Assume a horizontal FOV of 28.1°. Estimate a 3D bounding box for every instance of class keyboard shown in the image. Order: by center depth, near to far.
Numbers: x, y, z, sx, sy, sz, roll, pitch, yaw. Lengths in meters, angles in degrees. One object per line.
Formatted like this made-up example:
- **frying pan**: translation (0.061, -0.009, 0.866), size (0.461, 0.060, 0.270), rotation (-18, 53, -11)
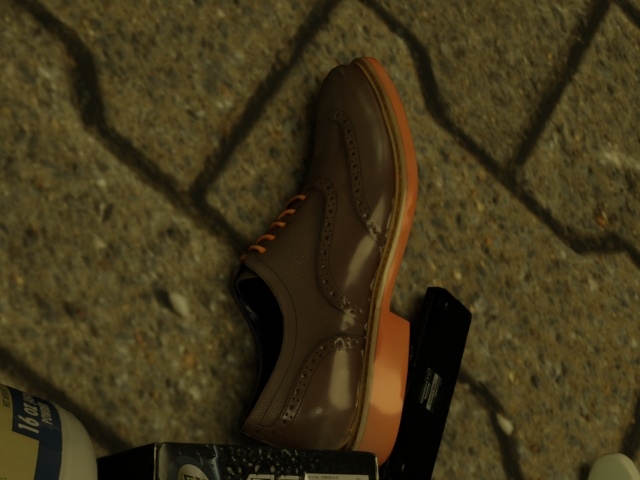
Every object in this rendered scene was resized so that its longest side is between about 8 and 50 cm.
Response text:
- **keyboard**: translation (0.079, 0.128, 1.131), size (0.100, 0.038, 0.192), rotation (44, 54, -42)

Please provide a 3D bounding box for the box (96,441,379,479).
- **box**: translation (-0.069, 0.197, 0.941), size (0.180, 0.147, 0.077), rotation (8, 72, -29)

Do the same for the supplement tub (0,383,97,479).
- **supplement tub**: translation (-0.317, 0.155, 0.750), size (0.316, 0.228, 0.228), rotation (26, 64, -24)

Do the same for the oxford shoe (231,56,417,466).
- **oxford shoe**: translation (0.000, 0.000, 1.059), size (0.133, 0.130, 0.363), rotation (8, 63, -13)

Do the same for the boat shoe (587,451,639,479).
- **boat shoe**: translation (0.304, 0.285, 1.200), size (0.063, 0.066, 0.184), rotation (-13, 82, -45)
